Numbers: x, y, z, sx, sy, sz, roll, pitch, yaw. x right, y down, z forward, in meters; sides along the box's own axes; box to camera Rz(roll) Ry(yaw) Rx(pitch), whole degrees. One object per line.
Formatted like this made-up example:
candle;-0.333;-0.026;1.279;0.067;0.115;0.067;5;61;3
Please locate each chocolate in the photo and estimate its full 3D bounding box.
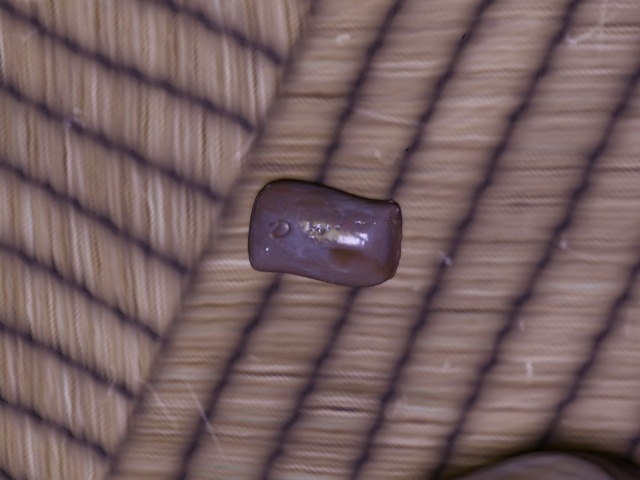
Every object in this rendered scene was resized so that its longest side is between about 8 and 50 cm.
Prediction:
chocolate;0.000;0.000;1.129;0.100;0.031;0.065;13;108;12

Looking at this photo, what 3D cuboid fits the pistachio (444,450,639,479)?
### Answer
pistachio;0.119;0.187;1.086;0.184;0.124;0.124;-8;97;24
